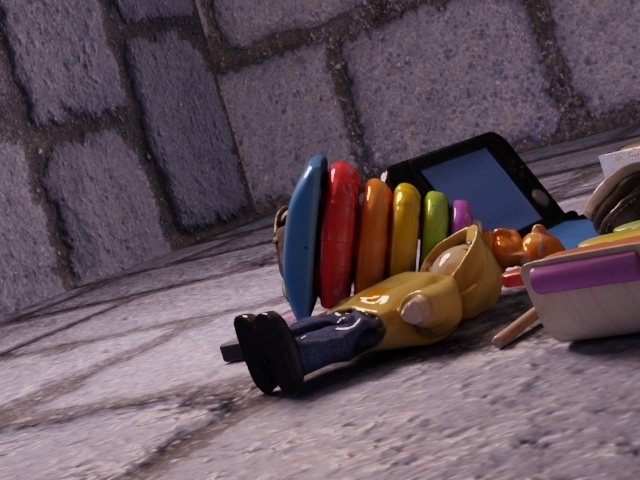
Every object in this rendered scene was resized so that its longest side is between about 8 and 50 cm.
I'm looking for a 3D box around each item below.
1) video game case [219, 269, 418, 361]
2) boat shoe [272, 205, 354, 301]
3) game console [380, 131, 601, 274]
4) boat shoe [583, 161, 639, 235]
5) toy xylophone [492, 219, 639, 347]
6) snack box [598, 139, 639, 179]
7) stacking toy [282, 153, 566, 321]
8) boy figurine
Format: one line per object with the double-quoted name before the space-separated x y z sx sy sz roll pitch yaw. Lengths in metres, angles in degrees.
"video game case" 0.034 0.083 1.484 0.196 0.026 0.274 -13 7 32
"boat shoe" 0.000 0.000 1.887 0.132 0.130 0.355 -15 5 3
"game console" 0.263 -0.057 1.535 0.293 0.250 0.173 -21 -19 -51
"boat shoe" 0.421 -0.044 1.403 0.335 0.095 0.112 -16 -32 -44
"toy xylophone" 0.276 0.019 1.091 0.236 0.081 0.322 -13 5 32
"snack box" 0.582 -0.145 2.019 0.174 0.070 0.207 -12 4 43
"stacking toy" 0.116 0.004 1.347 0.301 0.175 0.166 4 9 4
"boy figurine" 0.068 0.065 1.206 0.285 0.092 0.177 -22 4 -24
